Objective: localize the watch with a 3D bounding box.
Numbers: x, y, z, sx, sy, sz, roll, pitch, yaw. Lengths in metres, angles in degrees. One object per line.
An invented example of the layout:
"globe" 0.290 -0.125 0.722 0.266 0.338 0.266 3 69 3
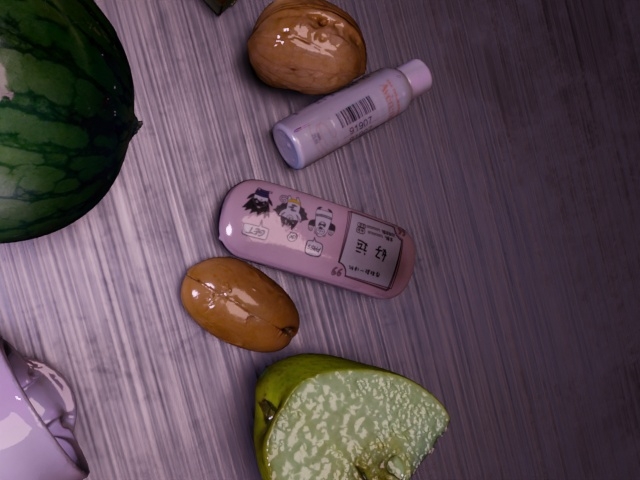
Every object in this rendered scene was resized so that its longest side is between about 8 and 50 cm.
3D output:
"watch" -0.394 0.208 0.806 0.196 0.231 0.244 -33 103 -17

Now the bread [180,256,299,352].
"bread" -0.109 0.094 1.006 0.189 0.077 0.114 31 73 -14

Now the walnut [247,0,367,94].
"walnut" -0.015 -0.285 1.029 0.180 0.144 0.144 14 82 -11

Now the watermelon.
"watermelon" -0.381 -0.164 0.777 0.363 0.363 0.363 1 87 -21

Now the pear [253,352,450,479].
"pear" 0.006 0.282 0.998 0.292 0.159 0.292 3 83 -22

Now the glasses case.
"glasses case" 0.000 0.000 1.050 0.314 0.075 0.122 18 83 -20

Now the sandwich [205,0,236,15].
"sandwich" -0.137 -0.490 1.028 0.212 0.063 0.245 44 72 -12

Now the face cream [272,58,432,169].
"face cream" 0.057 -0.202 1.079 0.269 0.082 0.082 -32 99 -19
